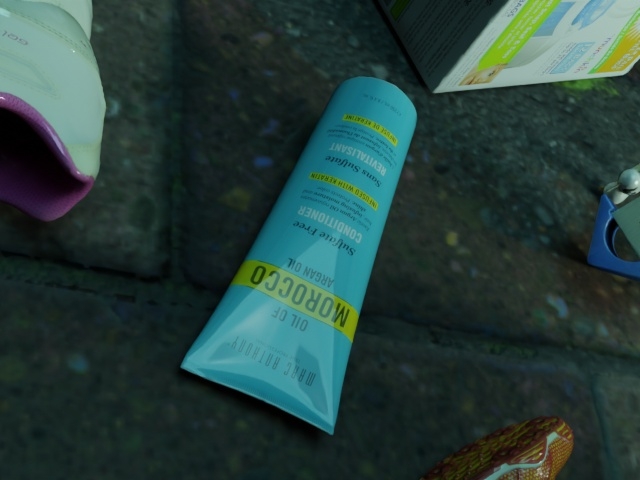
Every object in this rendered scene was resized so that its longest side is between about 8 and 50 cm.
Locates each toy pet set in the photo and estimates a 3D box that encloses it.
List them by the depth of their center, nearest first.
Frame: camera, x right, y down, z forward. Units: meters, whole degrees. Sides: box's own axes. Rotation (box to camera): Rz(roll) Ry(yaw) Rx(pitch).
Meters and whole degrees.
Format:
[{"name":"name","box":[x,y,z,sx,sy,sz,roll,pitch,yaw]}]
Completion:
[{"name":"toy pet set","box":[0.213,0.010,0.697,0.122,0.065,0.114,61,16,17]}]

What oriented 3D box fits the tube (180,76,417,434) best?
[{"name":"tube","box":[0.000,0.000,0.580,0.080,0.052,0.207,23,55,-1]}]

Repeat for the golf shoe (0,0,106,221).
[{"name":"golf shoe","box":[-0.230,-0.067,0.452,0.306,0.115,0.140,-6,64,-31]}]

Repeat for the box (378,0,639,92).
[{"name":"box","box":[0.156,-0.182,0.752,0.203,0.114,0.103,-10,63,-36]}]

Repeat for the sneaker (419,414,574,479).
[{"name":"sneaker","box":[0.071,0.147,0.511,0.175,0.064,0.067,-41,103,-37]}]
